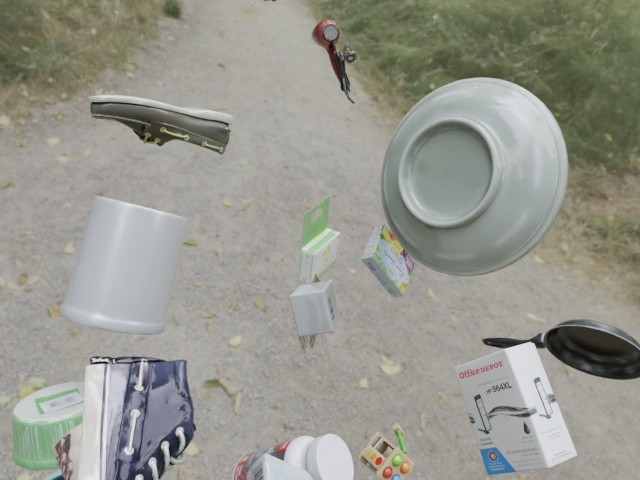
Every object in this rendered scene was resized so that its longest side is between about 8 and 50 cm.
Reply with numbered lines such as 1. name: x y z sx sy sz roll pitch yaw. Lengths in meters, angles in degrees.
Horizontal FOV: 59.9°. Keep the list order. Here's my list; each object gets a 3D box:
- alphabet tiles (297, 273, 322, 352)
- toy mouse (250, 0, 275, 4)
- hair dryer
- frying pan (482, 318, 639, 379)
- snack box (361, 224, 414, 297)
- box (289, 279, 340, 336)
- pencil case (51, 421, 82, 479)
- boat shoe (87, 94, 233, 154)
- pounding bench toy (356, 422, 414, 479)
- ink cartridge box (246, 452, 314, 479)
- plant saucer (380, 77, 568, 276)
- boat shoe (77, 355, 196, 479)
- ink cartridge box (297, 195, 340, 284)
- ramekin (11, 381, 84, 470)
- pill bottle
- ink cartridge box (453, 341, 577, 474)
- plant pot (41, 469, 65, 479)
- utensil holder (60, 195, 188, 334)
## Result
1. alphabet tiles: -0.024 0.207 1.534 0.009 0.198 0.237 16 5 -9
2. toy mouse: -0.075 -0.575 1.275 0.160 0.031 0.143 -14 21 -12
3. hair dryer: 0.031 -0.590 1.773 0.080 0.224 0.294 -17 60 -11
4. frying pan: 0.528 0.235 1.180 0.197 0.326 0.053 38 63 -13
5. snack box: 0.157 0.048 1.269 0.141 0.037 0.100 48 50 -30
6. box: -0.011 0.157 1.299 0.087 0.101 0.102 -11 8 14
7. pencil case: -0.385 0.541 1.144 0.183 0.160 0.410 -32 68 -17
8. boat shoe: -0.321 -0.238 1.143 0.304 0.091 0.109 1 13 -40
9. pounding bench toy: 0.113 0.332 0.864 0.052 0.083 0.065 48 -15 -25
10. ink cartridge box: 0.009 0.711 1.320 0.385 0.091 0.308 32 15 -24
11. plant saucer: 0.266 -0.129 1.094 0.100 0.401 0.400 4 32 -50
12. boat shoe: -0.254 0.318 0.791 0.158 0.127 0.341 -2 56 -17
13. ink cartridge box: 0.000 0.000 1.709 0.056 0.235 0.171 21 33 21
14. ramekin: -0.810 0.567 1.746 0.303 0.148 0.303 -2 12 1
15. pill bottle: -0.087 0.732 1.729 0.210 0.362 0.210 36 38 -35
16. ink cartridge box: 0.346 0.306 1.011 0.085 0.148 0.203 -4 68 -32
17. plant pot: -0.570 0.789 1.418 0.340 0.334 0.341 -2 55 3
18. utensil holder: -0.627 0.077 1.808 0.327 0.386 0.327 13 -2 1
